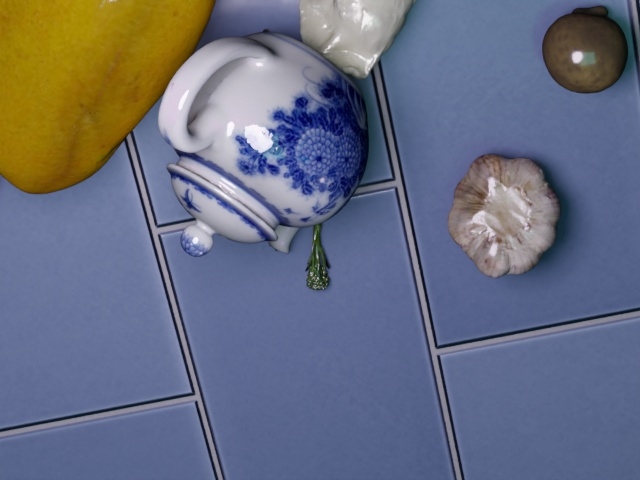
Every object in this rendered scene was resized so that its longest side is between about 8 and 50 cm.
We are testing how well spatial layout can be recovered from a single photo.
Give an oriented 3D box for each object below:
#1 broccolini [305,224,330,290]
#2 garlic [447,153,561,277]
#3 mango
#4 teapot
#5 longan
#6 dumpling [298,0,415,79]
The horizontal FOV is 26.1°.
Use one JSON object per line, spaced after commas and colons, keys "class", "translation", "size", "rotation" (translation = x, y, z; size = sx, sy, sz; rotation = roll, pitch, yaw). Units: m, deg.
{"class": "broccolini", "translation": [0.000, 0.000, 1.839], "size": [0.035, 0.030, 0.140], "rotation": [1, 106, -9]}
{"class": "garlic", "translation": [0.236, -0.033, 1.783], "size": [0.147, 0.102, 0.159], "rotation": [-10, 86, 6]}
{"class": "mango", "translation": [-0.288, -0.265, 1.631], "size": [0.300, 0.232, 0.446], "rotation": [30, 113, 11]}
{"class": "teapot", "translation": [-0.083, -0.100, 1.666], "size": [0.252, 0.424, 0.280], "rotation": [29, 80, 25]}
{"class": "longan", "translation": [0.329, -0.240, 1.716], "size": [0.106, 0.106, 0.119], "rotation": [14, 70, -4]}
{"class": "dumpling", "translation": [0.043, -0.295, 1.699], "size": [0.134, 0.100, 0.169], "rotation": [30, 103, 6]}
